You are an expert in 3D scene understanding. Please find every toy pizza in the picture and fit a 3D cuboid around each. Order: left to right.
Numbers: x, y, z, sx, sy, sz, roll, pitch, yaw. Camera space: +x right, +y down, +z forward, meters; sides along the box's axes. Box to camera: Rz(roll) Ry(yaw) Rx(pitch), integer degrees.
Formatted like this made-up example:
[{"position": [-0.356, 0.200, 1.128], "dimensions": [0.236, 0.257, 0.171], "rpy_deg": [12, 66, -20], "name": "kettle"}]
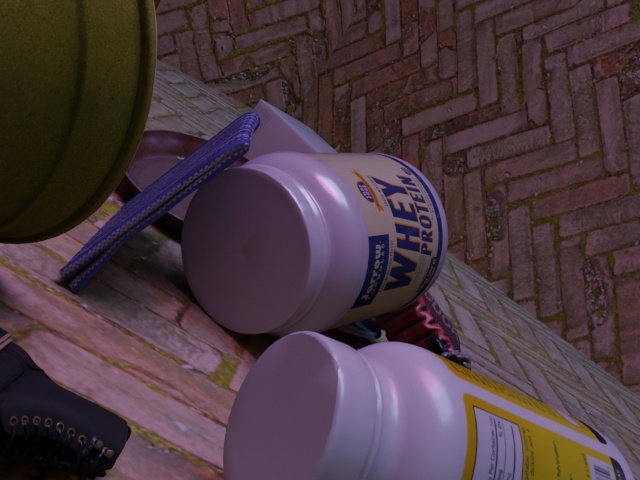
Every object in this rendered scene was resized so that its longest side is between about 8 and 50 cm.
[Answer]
[{"position": [0.005, 0.100, 1.311], "dimensions": [0.201, 0.032, 0.201], "rpy_deg": [31, 10, -6], "name": "toy pizza"}]

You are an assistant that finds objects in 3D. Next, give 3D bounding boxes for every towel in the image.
[{"position": [-0.169, -0.060, 0.996], "dimensions": [0.040, 0.243, 0.336], "rpy_deg": [52, 7, -12], "name": "towel"}]

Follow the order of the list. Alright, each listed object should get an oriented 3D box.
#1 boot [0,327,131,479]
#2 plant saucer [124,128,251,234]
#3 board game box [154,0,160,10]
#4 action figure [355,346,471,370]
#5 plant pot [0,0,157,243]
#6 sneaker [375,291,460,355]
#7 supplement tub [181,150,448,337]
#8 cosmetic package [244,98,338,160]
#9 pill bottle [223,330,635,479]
[{"position": [-0.186, 0.126, 0.531], "dimensions": [0.137, 0.076, 0.198], "rpy_deg": [36, 11, -12], "name": "boot"}, {"position": [-0.180, -0.075, 1.350], "dimensions": [0.311, 0.050, 0.310], "rpy_deg": [23, 25, -12], "name": "plant saucer"}, {"position": [-0.379, -0.438, 1.018], "dimensions": [0.356, 0.356, 0.356], "rpy_deg": [32, 27, 1], "name": "board game box"}, {"position": [0.162, 0.210, 0.983], "dimensions": [0.276, 0.140, 0.164], "rpy_deg": [25, 1, -30], "name": "action figure"}, {"position": [-0.378, -0.157, 0.618], "dimensions": [0.367, 0.366, 0.353], "rpy_deg": [37, 23, 20], "name": "plant pot"}, {"position": [0.141, 0.119, 1.306], "dimensions": [0.276, 0.098, 0.135], "rpy_deg": [66, 13, 23], "name": "sneaker"}, {"position": [0.000, 0.000, 1.113], "dimensions": [0.235, 0.235, 0.325], "rpy_deg": [38, 24, 26], "name": "supplement tub"}, {"position": [-0.061, -0.125, 1.705], "dimensions": [0.155, 0.197, 0.365], "rpy_deg": [27, 13, -33], "name": "cosmetic package"}, {"position": [0.095, 0.196, 0.701], "dimensions": [0.334, 0.187, 0.188], "rpy_deg": [27, 12, -30], "name": "pill bottle"}]
